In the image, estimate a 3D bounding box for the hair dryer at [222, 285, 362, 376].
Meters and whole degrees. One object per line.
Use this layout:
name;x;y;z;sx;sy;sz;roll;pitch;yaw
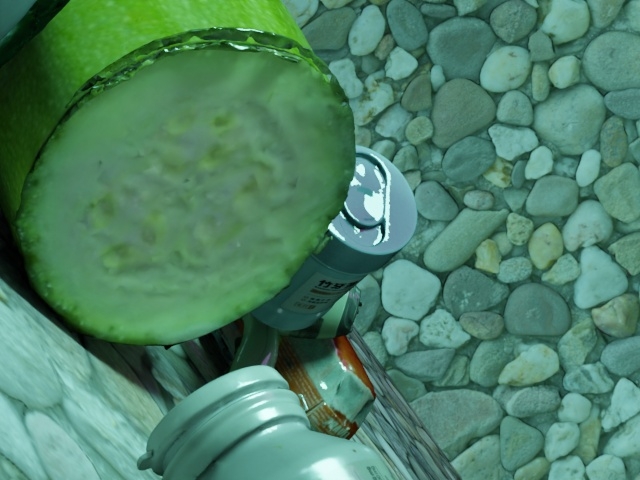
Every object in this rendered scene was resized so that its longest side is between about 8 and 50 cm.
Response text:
hair dryer;-0.099;0.063;1.100;0.219;0.225;0.088;30;-45;13

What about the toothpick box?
toothpick box;0.000;0.000;1.027;0.101;0.101;0.153;53;-38;5

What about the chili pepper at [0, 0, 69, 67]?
chili pepper;-0.238;-0.213;0.704;0.248;0.256;0.233;44;5;-26

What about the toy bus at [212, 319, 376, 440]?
toy bus;-0.043;0.097;1.228;0.265;0.120;0.121;57;2;35

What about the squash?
squash;-0.155;-0.135;0.954;0.263;0.263;0.384;49;4;-47

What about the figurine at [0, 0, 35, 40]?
figurine;-0.283;-0.197;0.489;0.382;0.205;0.224;41;34;-8

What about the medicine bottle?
medicine bottle;-0.007;0.180;0.690;0.215;0.135;0.135;54;3;23
